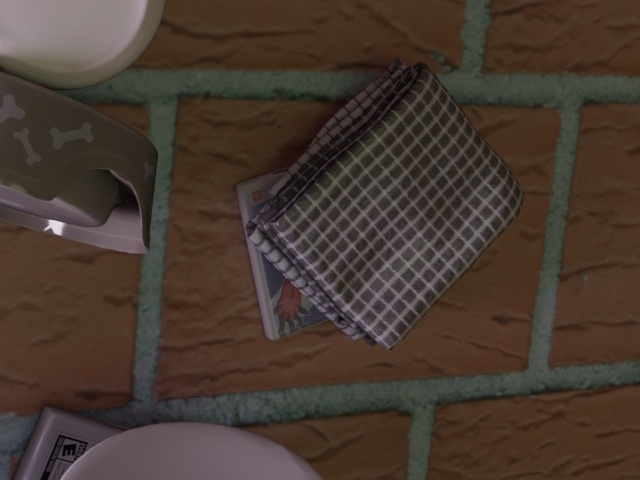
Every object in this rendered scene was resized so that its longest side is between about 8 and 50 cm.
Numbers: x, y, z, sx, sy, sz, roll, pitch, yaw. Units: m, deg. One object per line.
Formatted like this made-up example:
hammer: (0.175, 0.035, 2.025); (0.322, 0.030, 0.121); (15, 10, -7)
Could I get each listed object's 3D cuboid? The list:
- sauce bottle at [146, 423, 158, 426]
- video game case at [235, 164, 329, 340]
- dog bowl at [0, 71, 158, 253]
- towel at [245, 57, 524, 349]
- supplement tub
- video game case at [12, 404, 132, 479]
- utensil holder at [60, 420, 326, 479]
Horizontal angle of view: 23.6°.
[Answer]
sauce bottle: (-0.090, 0.330, 1.798); (0.111, 0.111, 0.344); (-50, 120, -7)
video game case: (0.000, 0.000, 1.841); (0.183, 0.023, 0.201); (-20, 113, -22)
dog bowl: (-0.316, -0.088, 1.472); (0.348, 0.348, 0.102); (22, 82, -31)
towel: (0.081, -0.036, 1.791); (0.284, 0.121, 0.235); (-47, 119, -9)
supplement tub: (-0.257, -0.259, 1.463); (0.191, 0.272, 0.191); (-4, 108, -13)
video game case: (-0.254, 0.384, 1.808); (0.300, 0.036, 0.329); (22, 92, -31)
utensil holder: (-0.145, 0.430, 1.610); (0.327, 0.327, 0.386); (-9, 126, -26)
